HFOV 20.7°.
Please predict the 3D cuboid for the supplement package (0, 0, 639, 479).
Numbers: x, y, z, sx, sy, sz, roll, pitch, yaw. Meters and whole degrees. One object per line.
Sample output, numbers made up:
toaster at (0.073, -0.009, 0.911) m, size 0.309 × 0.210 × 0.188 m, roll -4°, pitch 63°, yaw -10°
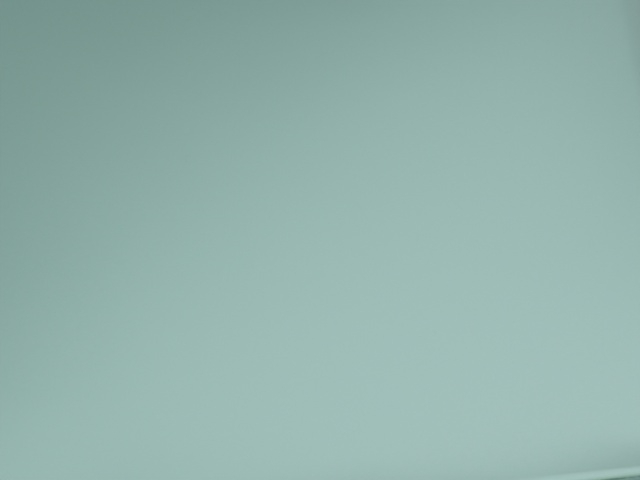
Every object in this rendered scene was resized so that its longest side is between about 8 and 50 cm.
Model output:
supplement package at (0.000, 0.000, 0.600) m, size 0.262 × 0.145 × 0.204 m, roll -8°, pitch 78°, yaw 5°
